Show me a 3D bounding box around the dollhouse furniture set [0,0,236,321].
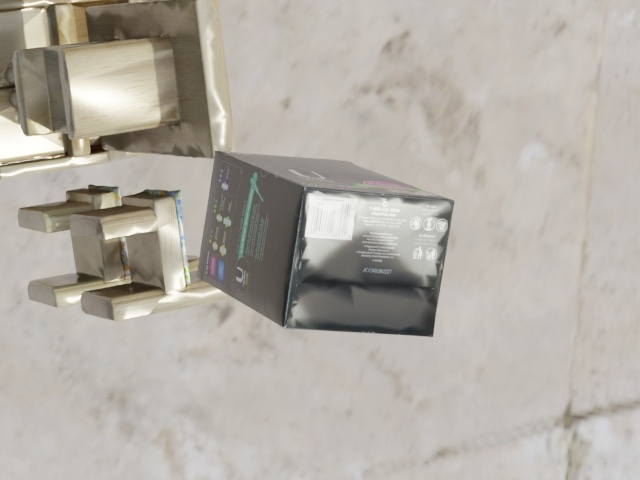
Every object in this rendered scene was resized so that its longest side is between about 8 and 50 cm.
[{"bbox_3d":[-0.086,-0.086,0.982,0.161,0.242,0.212,-10,99,-27],"label":"dollhouse furniture set"}]

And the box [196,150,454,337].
[{"bbox_3d":[0.000,0.000,0.689,0.062,0.083,0.052,5,99,-26],"label":"box"}]
